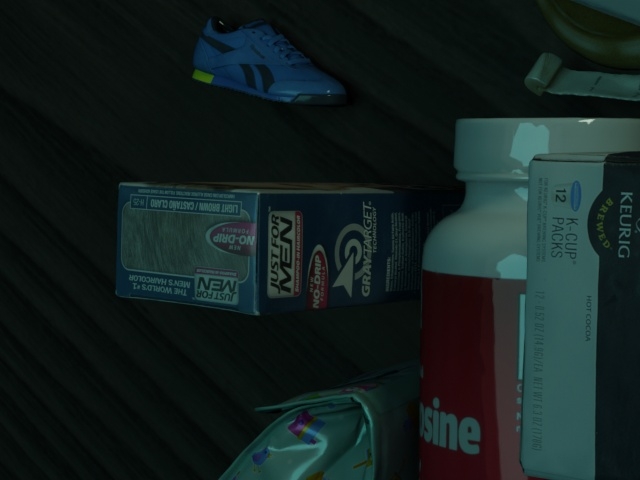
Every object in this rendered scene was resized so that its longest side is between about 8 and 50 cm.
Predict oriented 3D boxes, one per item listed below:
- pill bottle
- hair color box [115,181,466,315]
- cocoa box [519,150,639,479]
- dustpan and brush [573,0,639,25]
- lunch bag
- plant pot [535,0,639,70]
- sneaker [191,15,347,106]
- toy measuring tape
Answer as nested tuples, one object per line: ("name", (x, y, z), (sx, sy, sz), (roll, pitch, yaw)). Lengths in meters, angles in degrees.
("pill bottle", (0.198, 0.100, 1.331), (0.229, 0.229, 0.408), (3, 93, 41))
("hair color box", (0.000, 0.000, 1.420), (0.174, 0.347, 0.105), (4, 95, 41))
("cocoa box", (0.333, 0.051, 1.131), (0.228, 0.347, 0.231), (5, 95, 40))
("dustpan and brush", (0.281, -0.296, 1.320), (0.147, 0.060, 0.211), (34, 120, 50))
("lunch bag", (0.030, 0.215, 1.487), (0.160, 0.223, 0.262), (45, 119, 23))
("plant pot", (0.273, -0.270, 1.379), (0.236, 0.032, 0.236), (2, 93, 40))
("sneaker", (-0.054, -0.190, 1.645), (0.209, 0.069, 0.082), (20, 101, 39))
("toy measuring tape", (0.310, -0.154, 1.285), (0.330, 0.121, 0.121), (11, 100, 35))
